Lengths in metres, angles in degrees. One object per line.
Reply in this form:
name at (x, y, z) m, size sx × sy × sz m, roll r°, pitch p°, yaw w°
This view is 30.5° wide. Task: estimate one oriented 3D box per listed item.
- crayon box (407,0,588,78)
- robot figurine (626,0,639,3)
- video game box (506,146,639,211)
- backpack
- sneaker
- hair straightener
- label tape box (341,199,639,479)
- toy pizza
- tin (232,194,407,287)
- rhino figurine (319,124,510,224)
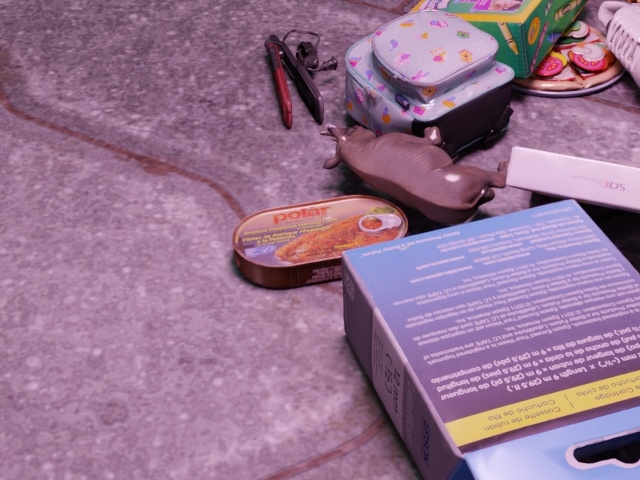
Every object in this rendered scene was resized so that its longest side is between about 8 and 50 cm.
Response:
crayon box at (0.244, -0.315, 1.575) m, size 0.165 × 0.081 × 0.278 m, roll 8°, pitch 37°, yaw 30°
robot figurine at (0.547, -0.345, 1.611) m, size 0.291 × 0.085 × 0.211 m, roll 5°, pitch 8°, yaw 10°
video game box at (0.312, -0.056, 1.234) m, size 0.205 × 0.048 × 0.187 m, roll 12°, pitch 2°, yaw 18°
backpack at (0.120, -0.194, 1.425) m, size 0.166 × 0.144 × 0.188 m, roll -32°, pitch 43°, yaw -25°
sneaker at (0.409, -0.242, 1.496) m, size 0.095 × 0.090 × 0.235 m, roll 23°, pitch 26°, yaw -8°
hair straightener at (-0.021, -0.222, 1.555) m, size 0.089 × 0.047 × 0.230 m, roll -7°, pitch 33°, yaw -7°
label tape box at (0.190, 0.121, 1.033) m, size 0.249 × 0.115 × 0.347 m, roll -12°, pitch 41°, yaw -14°
toy pizza at (0.313, -0.255, 1.582) m, size 0.201 × 0.032 × 0.201 m, roll -2°, pitch 37°, yaw 1°
tin at (0.000, 0.000, 1.262) m, size 0.190 × 0.040 × 0.106 m, roll -9°, pitch 42°, yaw -9°
rhino figurine at (0.090, -0.086, 1.306) m, size 0.243 × 0.073 × 0.106 m, roll 27°, pitch 36°, yaw 34°
